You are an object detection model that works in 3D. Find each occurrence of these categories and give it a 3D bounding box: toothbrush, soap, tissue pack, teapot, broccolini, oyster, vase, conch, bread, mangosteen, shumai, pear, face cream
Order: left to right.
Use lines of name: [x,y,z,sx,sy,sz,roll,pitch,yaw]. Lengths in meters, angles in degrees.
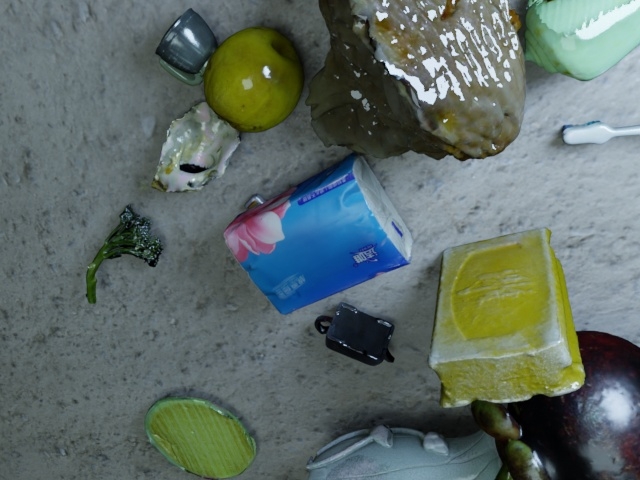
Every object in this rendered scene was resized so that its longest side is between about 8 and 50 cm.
broccolini: [-0.421,0.056,1.185,0.123,0.062,0.271,44,117,7]
teapot: [-0.209,-0.310,0.908,0.091,0.124,0.092,40,84,-18]
bread: [-0.304,0.498,1.416,0.301,0.045,0.301,7,123,11]
oyster: [-0.214,-0.156,1.001,0.133,0.072,0.209,29,104,6]
pear: [-0.104,-0.244,0.864,0.149,0.149,0.162,42,118,-9]
face cream: [-0.103,-0.050,1.050,0.083,0.021,0.040,43,121,-10]
tissue pack: [0.000,0.000,0.968,0.270,0.137,0.209,-25,115,22]
teapot: [0.070,0.198,1.110,0.177,0.087,0.096,23,146,3]
shumai: [0.114,-0.244,0.790,0.346,0.217,0.283,43,164,-9]
vase: [0.200,0.499,1.161,0.445,0.250,0.250,-22,111,23]
soap: [0.275,0.105,0.850,0.199,0.315,0.091,-16,113,26]
mangosteen: [0.440,0.308,0.928,0.330,0.330,0.330,8,121,13]
conch: [0.363,-0.315,0.698,0.137,0.143,0.250,18,121,-45]
toothbrush: [0.559,-0.167,0.768,0.418,0.040,0.042,-3,116,18]
